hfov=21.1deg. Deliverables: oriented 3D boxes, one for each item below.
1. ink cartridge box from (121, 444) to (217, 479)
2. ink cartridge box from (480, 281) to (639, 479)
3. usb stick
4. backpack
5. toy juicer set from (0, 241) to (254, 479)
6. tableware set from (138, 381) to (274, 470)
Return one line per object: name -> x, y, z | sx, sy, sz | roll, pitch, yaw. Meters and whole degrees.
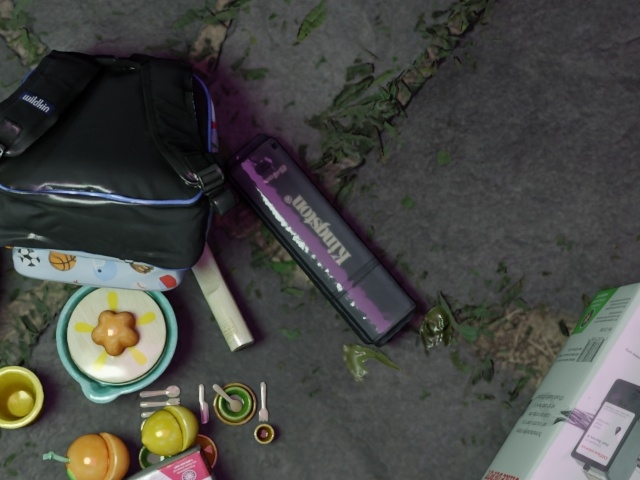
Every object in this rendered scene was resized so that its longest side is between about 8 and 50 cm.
ink cartridge box -> -0.150, 0.309, 1.907 | 0.099, 0.056, 0.135 | -25, 93, -3
ink cartridge box -> 0.304, 0.200, 1.891 | 0.121, 0.211, 0.289 | 33, 84, -3
usb stick -> 0.000, 0.000, 1.966 | 0.077, 0.045, 0.278 | -40, 88, -7
backpack -> -0.226, -0.083, 1.859 | 0.276, 0.213, 0.263 | 10, 45, -4
toy juicer set -> -0.197, 0.129, 1.902 | 0.209, 0.089, 0.329 | 42, 80, 11
tableware set -> -0.130, 0.214, 1.945 | 0.154, 0.024, 0.104 | -3, 85, -6
